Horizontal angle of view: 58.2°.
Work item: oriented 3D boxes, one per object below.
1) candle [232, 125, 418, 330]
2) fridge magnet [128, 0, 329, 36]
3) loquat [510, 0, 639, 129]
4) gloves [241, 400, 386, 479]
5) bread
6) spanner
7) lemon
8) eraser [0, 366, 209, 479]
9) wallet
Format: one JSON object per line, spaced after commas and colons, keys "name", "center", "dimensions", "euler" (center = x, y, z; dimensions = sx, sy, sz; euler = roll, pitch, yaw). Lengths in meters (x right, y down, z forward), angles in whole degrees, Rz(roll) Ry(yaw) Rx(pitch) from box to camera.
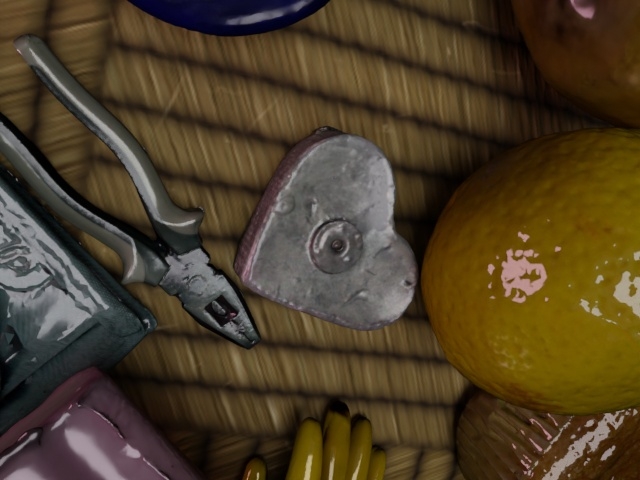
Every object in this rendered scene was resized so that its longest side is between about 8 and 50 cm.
{"name": "candle", "center": [0.000, 0.000, 0.536], "dimensions": [0.168, 0.068, 0.192], "euler": [-22, 105, -12]}
{"name": "fridge magnet", "center": [-0.073, -0.288, 0.419], "dimensions": [0.265, 0.112, 0.266], "euler": [-4, 105, -15]}
{"name": "loquat", "center": [0.305, -0.205, 0.471], "dimensions": [0.283, 0.276, 0.276], "euler": [-5, 105, -16]}
{"name": "gloves", "center": [-0.020, 0.313, 0.605], "dimensions": [0.133, 0.116, 0.295], "euler": [25, 86, -48]}
{"name": "bread", "center": [0.286, 0.225, 0.641], "dimensions": [0.253, 0.142, 0.227], "euler": [-42, 118, -5]}
{"name": "spanner", "center": [-0.159, -0.021, 0.499], "dimensions": [0.095, 0.040, 0.325], "euler": [-40, 110, -3]}
{"name": "lemon", "center": [0.221, 0.029, 0.508], "dimensions": [0.267, 0.267, 0.268], "euler": [-4, 104, -16]}
{"name": "eraser", "center": [-0.158, 0.315, 0.427], "dimensions": [0.272, 0.122, 0.359], "euler": [-43, 103, -21]}
{"name": "wallet", "center": [-0.330, 0.030, 0.445], "dimensions": [0.237, 0.075, 0.342], "euler": [-38, 111, -1]}
